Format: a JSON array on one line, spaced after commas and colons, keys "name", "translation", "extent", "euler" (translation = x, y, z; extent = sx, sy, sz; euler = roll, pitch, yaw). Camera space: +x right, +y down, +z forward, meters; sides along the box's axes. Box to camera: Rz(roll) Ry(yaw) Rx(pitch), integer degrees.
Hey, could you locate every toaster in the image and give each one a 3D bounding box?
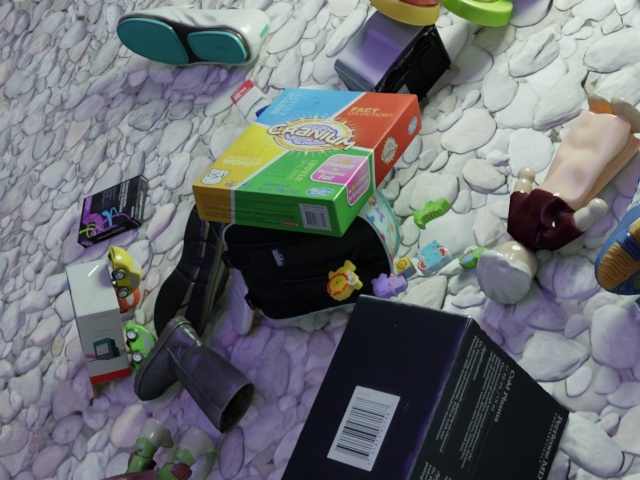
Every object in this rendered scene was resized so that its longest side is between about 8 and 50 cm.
[{"name": "toaster", "translation": [0.125, -0.303, 1.865], "extent": [0.110, 0.185, 0.168], "euler": [38, 89, 23]}]

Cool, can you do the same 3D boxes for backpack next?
[{"name": "backpack", "translation": [0.000, 0.000, 1.734], "extent": [0.253, 0.225, 0.191], "euler": [-8, 35, 25]}]

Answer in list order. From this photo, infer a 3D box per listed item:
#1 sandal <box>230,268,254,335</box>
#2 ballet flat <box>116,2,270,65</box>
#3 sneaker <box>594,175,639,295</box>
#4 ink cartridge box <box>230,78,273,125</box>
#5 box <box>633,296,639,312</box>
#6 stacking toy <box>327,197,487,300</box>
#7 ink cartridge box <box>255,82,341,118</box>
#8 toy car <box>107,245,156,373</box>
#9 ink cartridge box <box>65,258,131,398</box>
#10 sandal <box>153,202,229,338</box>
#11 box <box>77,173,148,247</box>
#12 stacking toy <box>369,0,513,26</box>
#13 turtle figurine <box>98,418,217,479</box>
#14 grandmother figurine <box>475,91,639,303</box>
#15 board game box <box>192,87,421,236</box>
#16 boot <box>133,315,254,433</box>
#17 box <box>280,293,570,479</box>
[{"name": "sandal", "translation": [-0.107, 0.037, 1.909], "extent": [0.102, 0.076, 0.265], "euler": [-8, 76, 63]}, {"name": "ballet flat", "translation": [-0.264, -0.450, 2.334], "extent": [0.400, 0.139, 0.139], "euler": [12, 70, 38]}, {"name": "sneaker", "translation": [0.481, -0.049, 1.500], "extent": [0.296, 0.112, 0.131], "euler": [-45, 27, 2]}, {"name": "ink cartridge box", "translation": [-0.102, -0.230, 2.060], "extent": [0.056, 0.099, 0.135], "euler": [-42, 44, 7]}, {"name": "box", "translation": [0.516, 0.078, 1.331], "extent": [0.207, 0.153, 0.108], "euler": [-39, 45, 9]}, {"name": "stacking toy", "translation": [0.138, 0.047, 1.637], "extent": [0.221, 0.167, 0.052], "euler": [-36, 47, 12]}, {"name": "ink cartridge box", "translation": [-0.032, -0.238, 1.953], "extent": [0.097, 0.207, 0.046], "euler": [-27, 90, 22]}, {"name": "toy car", "translation": [-0.339, 0.139, 1.992], "extent": [0.053, 0.239, 0.225], "euler": [-13, 74, -14]}, {"name": "ink cartridge box", "translation": [-0.404, 0.165, 1.990], "extent": [0.078, 0.231, 0.134], "euler": [-13, 45, -14]}, {"name": "sandal", "translation": [-0.205, 0.062, 1.944], "extent": [0.120, 0.086, 0.303], "euler": [24, 94, 36]}, {"name": "box", "translation": [-0.431, -0.061, 2.253], "extent": [0.162, 0.029, 0.116], "euler": [-20, 51, 25]}, {"name": "stacking toy", "translation": [0.196, -0.490, 1.865], "extent": [0.309, 0.279, 0.130], "euler": [-117, 37, -46]}, {"name": "turtle figurine", "translation": [-0.271, 0.439, 1.741], "extent": [0.198, 0.274, 0.266], "euler": [-31, 22, 49]}, {"name": "grandmother figurine", "translation": [0.349, -0.053, 1.598], "extent": [0.342, 0.104, 0.208], "euler": [-54, 17, -1]}, {"name": "board game box", "translation": [-0.014, -0.130, 1.673], "extent": [0.242, 0.064, 0.316], "euler": [7, 37, 26]}, {"name": "boot", "translation": [-0.216, 0.254, 1.848], "extent": [0.208, 0.076, 0.190], "euler": [41, 116, 28]}, {"name": "box", "translation": [0.129, 0.296, 1.373], "extent": [0.179, 0.312, 0.343], "euler": [9, 67, 41]}]
